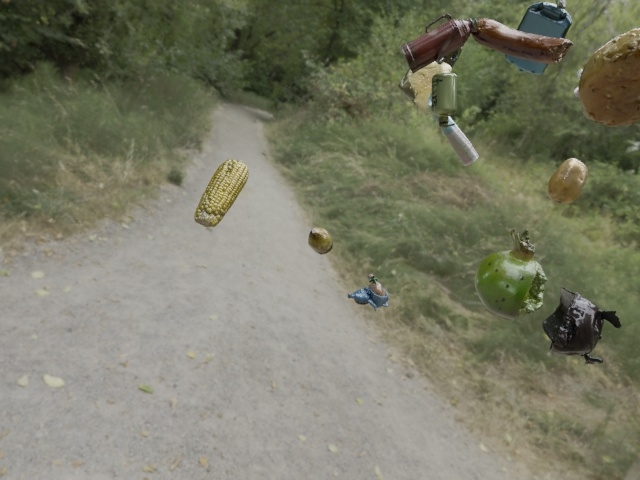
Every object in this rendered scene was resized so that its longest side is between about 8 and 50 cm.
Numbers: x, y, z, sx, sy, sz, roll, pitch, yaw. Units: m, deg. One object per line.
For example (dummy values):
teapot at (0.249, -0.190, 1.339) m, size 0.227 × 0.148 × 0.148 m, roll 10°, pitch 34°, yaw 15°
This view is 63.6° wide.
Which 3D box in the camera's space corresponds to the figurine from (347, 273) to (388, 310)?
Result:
figurine at (0.215, 0.226, 2.260) m, size 0.178 × 0.144 × 0.114 m, roll 1°, pitch 13°, yaw -12°

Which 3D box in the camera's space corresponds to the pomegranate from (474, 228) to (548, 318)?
pomegranate at (0.690, 0.125, 1.861) m, size 0.260 × 0.341 × 0.260 m, roll 5°, pitch 18°, yaw -1°

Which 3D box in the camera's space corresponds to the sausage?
sausage at (0.600, -0.599, 1.559) m, size 0.302 × 0.076 × 0.103 m, roll 29°, pitch 3°, yaw 29°

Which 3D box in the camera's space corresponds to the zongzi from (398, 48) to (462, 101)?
zongzi at (0.524, -0.767, 2.403) m, size 0.160 × 0.323 × 0.360 m, roll 46°, pitch 13°, yaw 13°

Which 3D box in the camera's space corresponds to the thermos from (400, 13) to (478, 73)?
thermos at (0.368, -0.615, 1.584) m, size 0.124 × 0.232 × 0.099 m, roll 65°, pitch 16°, yaw 3°

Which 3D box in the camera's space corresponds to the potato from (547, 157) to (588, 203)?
potato at (0.908, -0.217, 1.894) m, size 0.118 × 0.178 × 0.109 m, roll 31°, pitch -1°, yaw 9°

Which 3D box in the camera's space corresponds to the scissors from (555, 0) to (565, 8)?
scissors at (0.780, -0.874, 1.697) m, size 0.041 × 0.289 × 0.138 m, roll 11°, pitch -21°, yaw -11°

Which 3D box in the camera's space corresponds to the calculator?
calculator at (0.807, -0.744, 1.923) m, size 0.173 × 0.051 × 0.293 m, roll 30°, pitch -28°, yaw 12°

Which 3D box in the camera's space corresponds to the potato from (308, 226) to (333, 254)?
potato at (0.000, 0.000, 1.975) m, size 0.066 × 0.096 × 0.103 m, roll 22°, pitch -3°, yaw 29°

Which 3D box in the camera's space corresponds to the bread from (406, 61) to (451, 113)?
bread at (0.455, -0.643, 2.104) m, size 0.039 × 0.182 × 0.251 m, roll 32°, pitch 40°, yaw -54°

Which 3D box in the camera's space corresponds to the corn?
corn at (-0.378, -0.191, 2.004) m, size 0.130 × 0.130 × 0.347 m, roll 27°, pitch 54°, yaw -8°

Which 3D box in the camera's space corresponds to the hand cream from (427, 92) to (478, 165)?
hand cream at (0.507, -0.433, 2.029) m, size 0.312 × 0.070 × 0.111 m, roll 50°, pitch 37°, yaw -14°

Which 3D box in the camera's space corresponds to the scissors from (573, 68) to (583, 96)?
scissors at (0.997, -0.601, 1.937) m, size 0.030 × 0.118 × 0.242 m, roll 52°, pitch 29°, yaw -18°

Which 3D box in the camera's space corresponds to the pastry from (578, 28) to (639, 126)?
pastry at (0.892, -0.469, 1.449) m, size 0.284 × 0.315 × 0.184 m, roll 49°, pitch 38°, yaw -36°

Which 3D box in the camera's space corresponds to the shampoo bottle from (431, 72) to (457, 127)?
shampoo bottle at (0.386, -0.435, 1.613) m, size 0.079 × 0.162 × 0.079 m, roll 1°, pitch 5°, yaw 0°

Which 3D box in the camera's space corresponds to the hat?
hat at (0.953, 0.312, 1.880) m, size 0.209 × 0.238 × 0.336 m, roll 21°, pitch 18°, yaw 12°
